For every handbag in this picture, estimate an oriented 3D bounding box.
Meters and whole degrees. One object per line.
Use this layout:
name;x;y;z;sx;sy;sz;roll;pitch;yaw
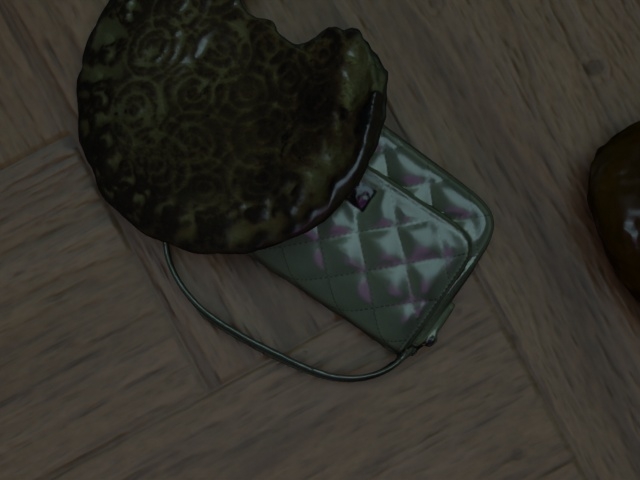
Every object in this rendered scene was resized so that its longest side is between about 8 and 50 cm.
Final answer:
handbag;0.000;0.000;1.561;0.256;0.079;0.219;35;89;2

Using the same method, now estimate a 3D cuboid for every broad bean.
broad bean;0.320;-0.001;1.547;0.156;0.122;0.228;-38;91;-2

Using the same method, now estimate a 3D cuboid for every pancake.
pancake;-0.076;-0.126;1.529;0.288;0.033;0.286;2;74;25
